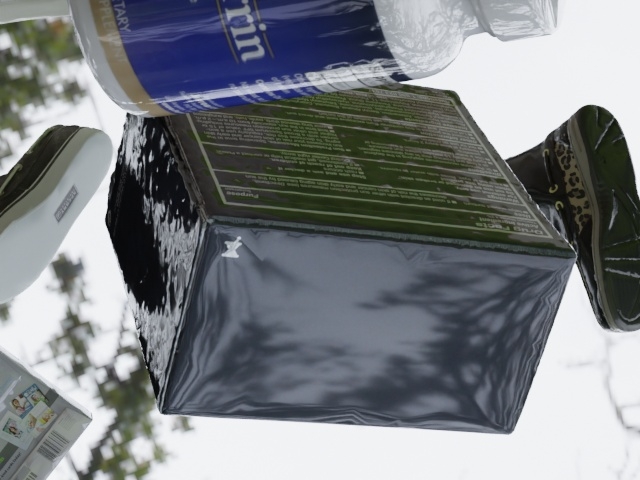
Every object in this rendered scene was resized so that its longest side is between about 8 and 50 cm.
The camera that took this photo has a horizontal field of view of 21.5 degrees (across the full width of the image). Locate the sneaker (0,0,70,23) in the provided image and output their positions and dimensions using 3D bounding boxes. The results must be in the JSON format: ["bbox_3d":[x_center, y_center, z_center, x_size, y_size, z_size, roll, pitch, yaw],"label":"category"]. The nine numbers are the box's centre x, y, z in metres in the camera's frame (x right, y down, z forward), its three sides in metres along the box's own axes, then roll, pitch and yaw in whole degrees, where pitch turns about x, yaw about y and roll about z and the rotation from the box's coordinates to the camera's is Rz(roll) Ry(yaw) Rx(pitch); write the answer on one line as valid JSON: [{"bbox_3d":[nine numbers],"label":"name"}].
[{"bbox_3d":[-0.232,-0.287,1.502,0.350,0.148,0.131,-13,-128,-1],"label":"sneaker"}]

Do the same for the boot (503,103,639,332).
[{"bbox_3d":[0.250,-0.003,1.740,0.085,0.236,0.178,3,161,-38],"label":"boot"}]

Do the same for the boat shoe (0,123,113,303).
[{"bbox_3d":[-0.279,-0.026,1.587,0.070,0.078,0.219,15,-130,26],"label":"boat shoe"}]

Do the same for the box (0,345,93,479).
[{"bbox_3d":[-0.358,0.188,1.780,0.145,0.186,0.038,-53,-168,-1],"label":"box"}]

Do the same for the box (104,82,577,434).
[{"bbox_3d":[0.000,0.000,1.353,0.296,0.183,0.294,6,-153,-19],"label":"box"}]

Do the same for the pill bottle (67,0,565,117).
[{"bbox_3d":[0.000,-0.161,0.970,0.264,0.153,0.153,-7,-146,19],"label":"pill bottle"}]
